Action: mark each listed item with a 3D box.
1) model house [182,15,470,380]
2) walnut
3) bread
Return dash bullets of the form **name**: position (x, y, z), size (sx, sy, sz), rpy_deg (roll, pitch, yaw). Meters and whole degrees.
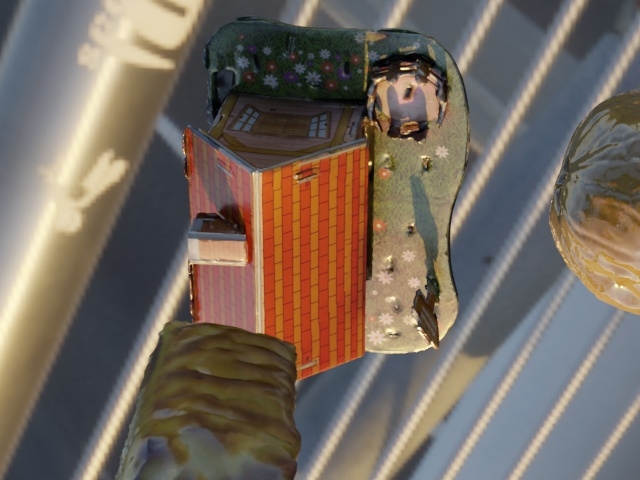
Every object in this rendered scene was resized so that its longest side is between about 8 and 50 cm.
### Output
- **model house**: position (-0.001, -0.001, 1.195), size (0.207, 0.154, 0.294), rpy_deg (6, 123, 9)
- **walnut**: position (0.333, -0.034, 1.521), size (0.228, 0.228, 0.228), rpy_deg (4, 95, 46)
- **bread**: position (-0.070, 0.149, 0.883), size (0.222, 0.096, 0.181), rpy_deg (-93, 17, -74)
